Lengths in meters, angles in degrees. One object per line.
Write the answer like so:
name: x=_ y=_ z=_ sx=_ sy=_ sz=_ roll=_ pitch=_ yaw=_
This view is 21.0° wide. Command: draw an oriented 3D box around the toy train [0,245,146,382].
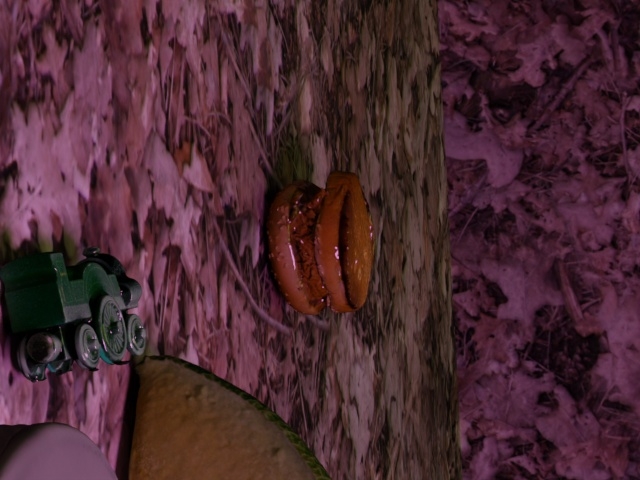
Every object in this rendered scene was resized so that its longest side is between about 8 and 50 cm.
toy train: x=-0.204 y=0.059 z=1.439 sx=0.178 sy=0.071 sz=0.105 roll=-11 pitch=87 yaw=-75

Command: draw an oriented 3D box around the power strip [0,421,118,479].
power strip: x=-0.230 y=0.276 z=1.093 sx=0.357 sy=0.161 sz=0.357 roll=-4 pitch=90 yaw=-77

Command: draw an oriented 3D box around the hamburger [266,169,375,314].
hamburger: x=0.002 y=0.001 z=2.178 sx=0.191 sy=0.118 sz=0.182 roll=-56 pitch=144 yaw=-62

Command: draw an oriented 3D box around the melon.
melon: x=-0.081 y=0.319 z=1.695 sx=0.226 sy=0.331 sz=0.343 roll=-46 pitch=155 yaw=-18
